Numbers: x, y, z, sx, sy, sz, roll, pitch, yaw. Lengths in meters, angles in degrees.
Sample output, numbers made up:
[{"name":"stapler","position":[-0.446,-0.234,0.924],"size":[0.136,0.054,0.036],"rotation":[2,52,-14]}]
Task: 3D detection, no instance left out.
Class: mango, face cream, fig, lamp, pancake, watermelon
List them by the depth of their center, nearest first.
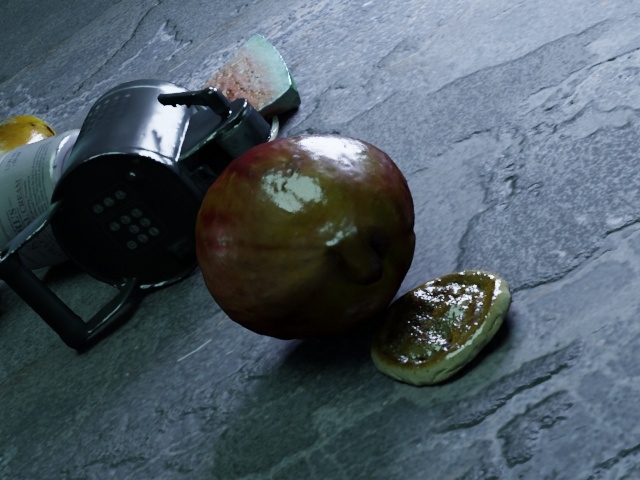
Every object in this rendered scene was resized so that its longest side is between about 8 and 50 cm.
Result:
[{"name":"pancake","position":[0.117,0.081,1.275],"size":[0.158,0.028,0.158],"rotation":[-29,28,17]},{"name":"fig","position":[-0.005,-0.005,1.328],"size":[0.224,0.224,0.263],"rotation":[-56,9,-35]},{"name":"lamp","position":[-0.239,-0.074,1.702],"size":[0.374,0.205,0.272],"rotation":[-38,24,5]},{"name":"face cream","position":[-0.373,-0.058,1.838],"size":[0.153,0.177,0.177],"rotation":[-16,33,29]},{"name":"watermelon","position":[-0.139,-0.176,1.900],"size":[0.241,0.094,0.154],"rotation":[-36,38,-1]},{"name":"mango","position":[-0.532,-0.066,2.057],"size":[0.316,0.146,0.193],"rotation":[-52,25,-18]}]

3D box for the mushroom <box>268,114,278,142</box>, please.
[{"name":"mushroom","position":[-0.093,-0.081,1.740],"size":[0.068,0.043,0.306],"rotation":[-8,31,6]}]
